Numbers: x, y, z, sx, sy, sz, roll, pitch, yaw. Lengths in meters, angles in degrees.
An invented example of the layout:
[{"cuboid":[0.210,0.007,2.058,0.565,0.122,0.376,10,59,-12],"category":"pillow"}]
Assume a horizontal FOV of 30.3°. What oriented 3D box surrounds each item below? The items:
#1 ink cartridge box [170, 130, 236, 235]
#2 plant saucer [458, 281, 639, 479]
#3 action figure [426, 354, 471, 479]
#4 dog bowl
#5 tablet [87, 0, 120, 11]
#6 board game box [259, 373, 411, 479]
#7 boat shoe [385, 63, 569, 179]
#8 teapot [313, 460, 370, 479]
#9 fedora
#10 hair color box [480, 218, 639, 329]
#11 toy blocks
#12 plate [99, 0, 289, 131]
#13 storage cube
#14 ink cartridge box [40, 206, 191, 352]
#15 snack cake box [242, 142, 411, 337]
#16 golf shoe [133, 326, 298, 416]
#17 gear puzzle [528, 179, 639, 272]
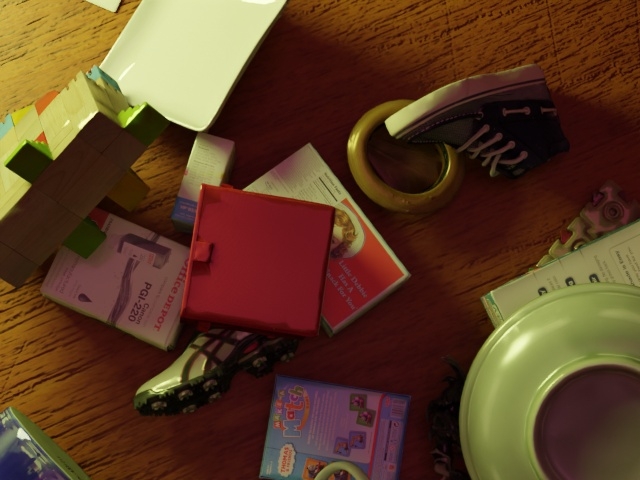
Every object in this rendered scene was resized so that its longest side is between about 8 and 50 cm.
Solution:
[{"cuboid":[-0.176,-0.102,1.851,0.061,0.104,0.181,17,80,0],"category":"ink cartridge box"},{"cuboid":[0.390,0.260,1.616,0.400,0.100,0.401,0,94,7],"category":"plant saucer"},{"cuboid":[0.226,0.314,1.773,0.140,0.164,0.276,3,89,8],"category":"action figure"},{"cuboid":[-0.389,0.362,1.679,0.265,0.265,0.104,44,79,5],"category":"dog bowl"},{"cuboid":[-0.365,-0.415,1.950,0.083,0.006,0.054,23,80,2],"category":"tablet"},{"cuboid":[0.022,0.302,1.821,0.211,0.039,0.160,10,80,-1],"category":"board game box"},{"cuboid":[0.255,-0.164,1.812,0.340,0.127,0.158,-20,84,-38],"category":"boat shoe"},{"cuboid":[0.045,0.490,1.696,0.253,0.187,0.256,59,43,-18],"category":"teapot"},{"cuboid":[0.132,-0.128,1.882,0.194,0.079,0.194,1,83,-10],"category":"fedora"},{"cuboid":[0.439,0.085,1.803,0.347,0.105,0.174,-25,84,-5],"category":"hair color box"},{"cuboid":[-0.413,-0.118,1.774,0.381,0.261,0.190,-46,126,9],"category":"toy blocks"},{"cuboid":[-0.201,-0.308,1.864,0.278,0.045,0.277,21,76,35],"category":"plate"},{"cuboid":[-0.093,0.035,1.694,0.193,0.183,0.215,10,82,-6],"category":"storage cube"},{"cuboid":[-0.297,0.058,1.826,0.217,0.092,0.159,24,80,0],"category":"ink cartridge box"},{"cuboid":[0.000,0.000,1.849,0.152,0.089,0.264,-35,83,-9],"category":"snack cake box"},{"cuboid":[-0.171,0.178,1.817,0.272,0.105,0.120,-26,68,-13],"category":"golf shoe"},{"cuboid":[0.414,0.081,1.880,0.175,0.044,0.339,41,84,3],"category":"gear puzzle"}]
